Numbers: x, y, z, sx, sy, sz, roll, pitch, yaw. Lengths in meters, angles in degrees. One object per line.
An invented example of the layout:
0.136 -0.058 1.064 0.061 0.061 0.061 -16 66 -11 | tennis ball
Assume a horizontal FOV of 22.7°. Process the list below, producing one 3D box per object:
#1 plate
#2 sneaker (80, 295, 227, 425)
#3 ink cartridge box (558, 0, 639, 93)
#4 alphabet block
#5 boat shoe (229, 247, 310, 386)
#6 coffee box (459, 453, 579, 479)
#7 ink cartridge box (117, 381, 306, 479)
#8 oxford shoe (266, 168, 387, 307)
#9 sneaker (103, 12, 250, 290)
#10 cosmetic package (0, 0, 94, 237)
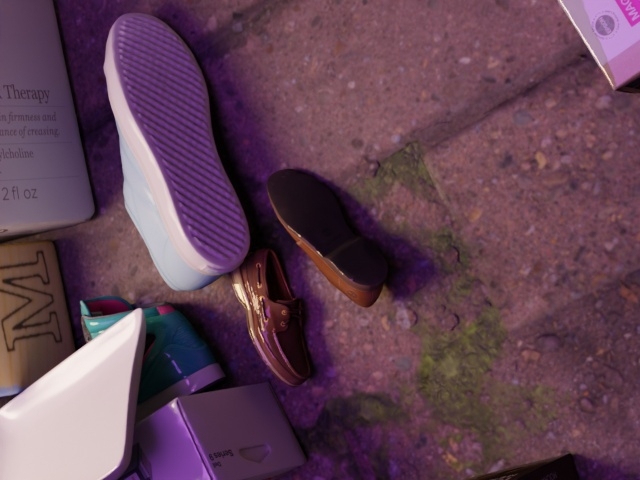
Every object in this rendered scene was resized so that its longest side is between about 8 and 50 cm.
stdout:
-0.307 0.245 1.905 0.278 0.277 0.045 -35 120 23 | plate
-0.279 0.164 2.057 0.295 0.124 0.178 -28 83 22 | sneaker
0.341 -0.303 1.688 0.193 0.088 0.234 -36 76 26 | ink cartridge box
-0.463 0.117 2.124 0.192 0.193 0.197 -13 86 29 | alphabet block
-0.053 0.093 1.957 0.060 0.064 0.178 -30 76 30 | boat shoe
0.141 0.341 1.800 0.297 0.168 0.118 -19 84 30 | coffee box
-0.194 0.296 1.970 0.289 0.211 0.121 -33 75 27 | ink cartridge box
0.000 0.000 1.922 0.212 0.076 0.076 52 156 28 | oxford shoe
-0.212 -0.104 2.002 0.150 0.135 0.366 -37 64 46 | sneaker
-0.550 -0.179 2.077 0.327 0.329 0.393 -13 87 31 | cosmetic package
